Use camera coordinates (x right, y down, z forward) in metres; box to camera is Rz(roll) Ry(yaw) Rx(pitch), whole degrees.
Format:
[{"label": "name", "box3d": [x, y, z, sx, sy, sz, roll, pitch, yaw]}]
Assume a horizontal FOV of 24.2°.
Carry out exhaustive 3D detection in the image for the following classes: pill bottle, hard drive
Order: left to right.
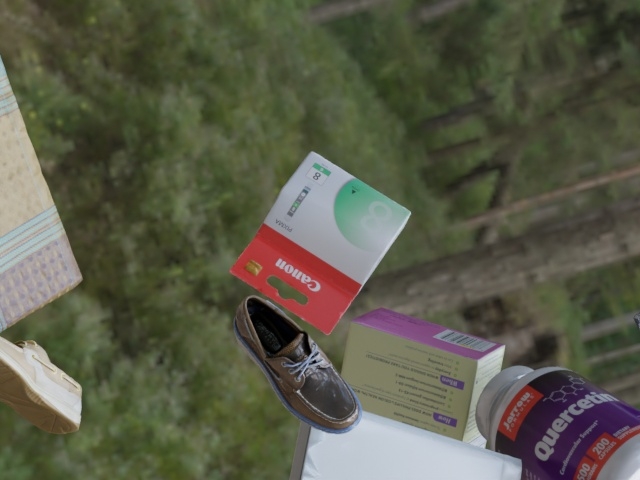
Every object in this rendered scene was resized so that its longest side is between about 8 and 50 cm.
[{"label": "hard drive", "box3d": [0.106, 0.338, 1.907, 0.040, 0.307, 0.203, -32, -137, 60]}, {"label": "pill bottle", "box3d": [0.356, 0.289, 2.055, 0.323, 0.181, 0.182, 31, -38, 54]}]

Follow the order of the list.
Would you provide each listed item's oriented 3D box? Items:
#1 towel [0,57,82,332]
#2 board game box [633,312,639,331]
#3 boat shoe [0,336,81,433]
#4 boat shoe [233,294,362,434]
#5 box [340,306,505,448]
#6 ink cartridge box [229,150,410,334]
[{"label": "towel", "box3d": [-0.400, -0.073, 1.551, 0.271, 0.040, 0.370, -35, 111, -50]}, {"label": "board game box", "box3d": [0.526, 0.175, 2.100, 0.136, 0.035, 0.201, 62, -10, -16]}, {"label": "boat shoe", "box3d": [-0.297, 0.130, 1.487, 0.170, 0.063, 0.059, 51, 37, -42]}, {"label": "boat shoe", "box3d": [-0.028, 0.130, 1.581, 0.183, 0.066, 0.066, 41, -22, 20]}, {"label": "box", "box3d": [0.142, 0.252, 2.264, 0.117, 0.213, 0.243, -16, 118, -61]}, {"label": "ink cartridge box", "box3d": [0.000, 0.000, 2.201, 0.181, 0.225, 0.056, 32, -29, 7]}]
